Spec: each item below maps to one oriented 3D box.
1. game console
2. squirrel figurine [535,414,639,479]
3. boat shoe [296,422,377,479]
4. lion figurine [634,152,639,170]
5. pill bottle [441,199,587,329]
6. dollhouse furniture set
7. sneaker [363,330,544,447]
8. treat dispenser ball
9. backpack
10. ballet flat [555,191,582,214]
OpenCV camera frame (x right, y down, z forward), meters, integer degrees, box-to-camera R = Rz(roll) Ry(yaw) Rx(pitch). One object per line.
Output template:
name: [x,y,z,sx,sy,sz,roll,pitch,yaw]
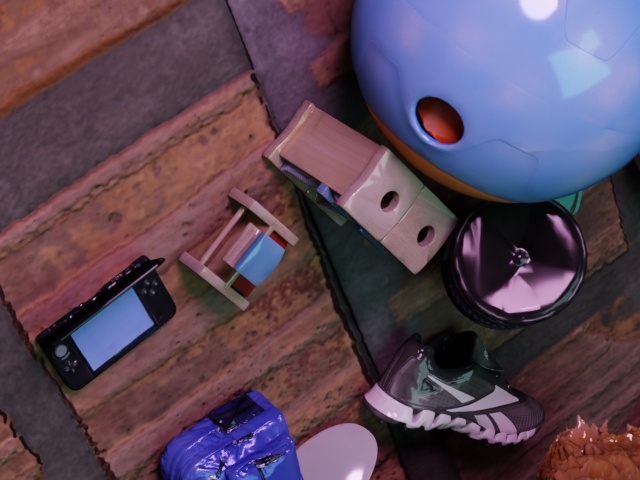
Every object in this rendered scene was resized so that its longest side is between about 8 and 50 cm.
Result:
game console: [-0.177,0.074,1.590,0.122,0.071,0.107,-38,130,-14]
squirrel figurine: [0.228,0.370,1.883,0.397,0.281,0.370,-39,154,-1]
boat shoe: [-0.022,0.276,1.824,0.219,0.078,0.070,-50,165,-11]
lion figurine: [0.482,-0.081,1.970,0.392,0.142,0.240,-20,93,-45]
pill bottle: [0.177,0.023,1.729,0.123,0.123,0.219,-50,177,-4]
dollhouse furniture set: [0.000,0.000,1.643,0.184,0.129,0.129,-52,133,-4]
sneaker: [0.156,0.146,1.876,0.234,0.078,0.106,13,108,-38]
treat dispenser ball: [0.169,-0.175,1.568,0.288,0.288,0.288,-18,123,-29]
backpack: [-0.084,0.211,1.718,0.120,0.101,0.098,-26,120,-20]
ballet flat: [0.227,-0.134,1.779,0.087,0.083,0.247,2,111,-22]
